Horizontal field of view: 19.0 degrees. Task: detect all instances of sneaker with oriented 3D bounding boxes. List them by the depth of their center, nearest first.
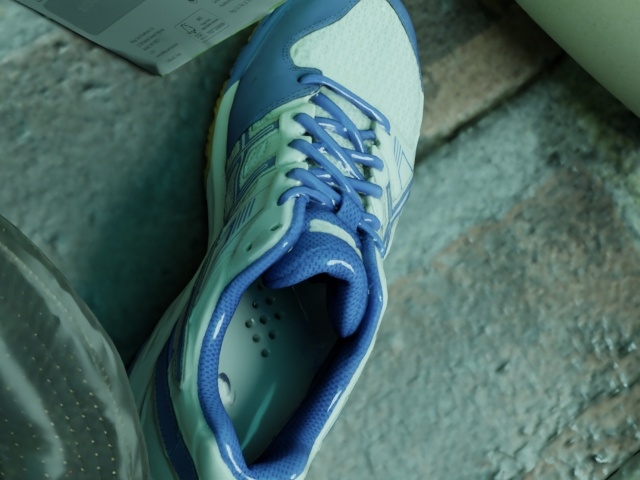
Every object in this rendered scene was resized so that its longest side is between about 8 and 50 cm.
[{"bbox_3d":[0.000,0.000,0.898,0.112,0.131,0.296,23,71,-20],"label":"sneaker"}]

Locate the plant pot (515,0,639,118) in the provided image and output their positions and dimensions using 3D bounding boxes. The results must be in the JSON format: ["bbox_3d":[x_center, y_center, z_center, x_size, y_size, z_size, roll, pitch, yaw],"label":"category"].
[{"bbox_3d":[0.160,-0.206,0.964,0.274,0.256,0.256,32,69,-4],"label":"plant pot"}]

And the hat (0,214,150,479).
[{"bbox_3d":[-0.237,0.105,0.761,0.331,0.134,0.331,-6,99,-40],"label":"hat"}]

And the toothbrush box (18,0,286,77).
[{"bbox_3d":[-0.035,-0.241,0.874,0.122,0.206,0.283,29,71,-19],"label":"toothbrush box"}]
